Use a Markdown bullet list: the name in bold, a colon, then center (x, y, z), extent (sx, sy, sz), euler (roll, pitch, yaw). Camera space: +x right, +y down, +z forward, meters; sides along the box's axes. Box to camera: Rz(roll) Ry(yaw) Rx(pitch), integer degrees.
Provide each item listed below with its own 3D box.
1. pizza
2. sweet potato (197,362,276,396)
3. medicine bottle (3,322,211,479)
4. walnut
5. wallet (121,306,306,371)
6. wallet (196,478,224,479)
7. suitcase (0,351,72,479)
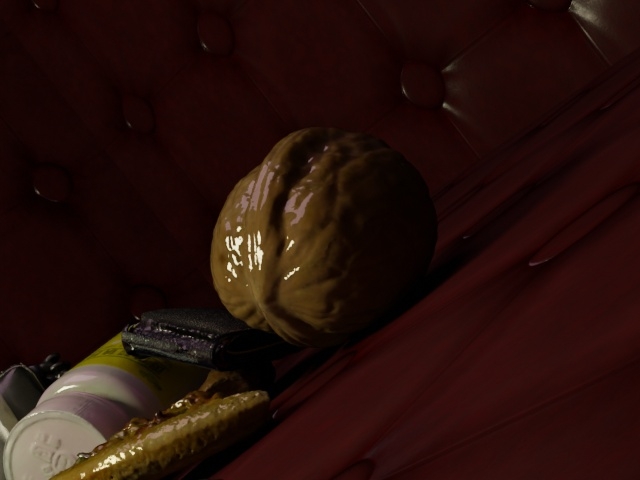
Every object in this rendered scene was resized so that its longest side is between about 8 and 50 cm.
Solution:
- **pizza**: center (-0.209, 0.264, 1.717), extent (0.258, 0.087, 0.268), euler (-26, -1, -26)
- **sweet potato**: center (-0.116, 0.212, 2.014), extent (0.097, 0.097, 0.252), euler (-38, -3, 15)
- **medicine bottle**: center (-0.301, 0.270, 2.040), extent (0.213, 0.213, 0.379), euler (-37, 2, 23)
- **walnut**: center (0.000, 0.000, 1.874), extent (0.333, 0.333, 0.333), euler (-38, 2, 1)
- **wallet**: center (-0.125, 0.134, 1.997), extent (0.262, 0.071, 0.221), euler (-6, 5, -44)
- **wallet**: center (-0.195, 0.317, 1.305), extent (0.229, 0.049, 0.182), euler (-41, 6, -36)
- **suitcase**: center (-0.555, 0.418, 2.333), extent (0.434, 0.283, 0.194), euler (-38, -20, -4)
